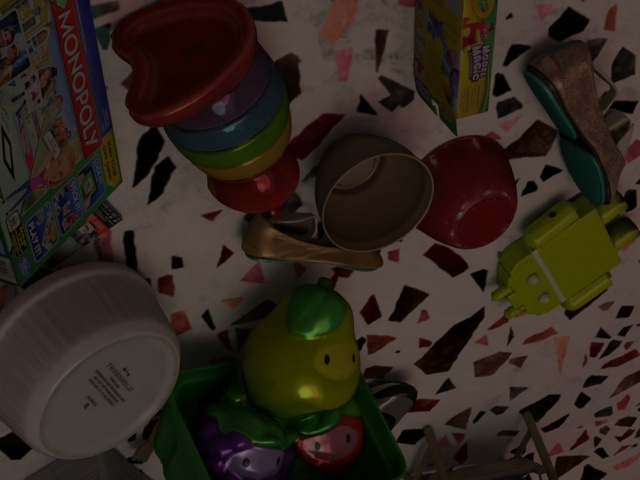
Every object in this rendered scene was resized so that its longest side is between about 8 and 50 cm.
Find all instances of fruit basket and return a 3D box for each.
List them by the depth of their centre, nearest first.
[{"bbox_3d":[-0.036,0.251,1.410,0.392,0.283,0.392,-23,155,-11],"label":"fruit basket"}]

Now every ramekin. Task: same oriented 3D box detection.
[{"bbox_3d":[-0.311,0.171,1.261,0.273,0.127,0.273,-30,143,-26],"label":"ramekin"}]

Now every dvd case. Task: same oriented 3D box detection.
[{"bbox_3d":[-0.330,-0.021,1.224,0.119,0.013,0.087,-35,134,4],"label":"dvd case"}]

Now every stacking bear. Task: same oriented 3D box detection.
[{"bbox_3d":[-0.109,-0.138,1.144,0.164,0.175,0.289,-22,144,3],"label":"stacking bear"}]

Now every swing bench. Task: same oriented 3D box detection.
[{"bbox_3d":[0.336,0.485,1.806,0.253,0.255,0.165,-2,128,-24],"label":"swing bench"}]

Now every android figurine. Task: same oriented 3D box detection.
[{"bbox_3d":[0.411,0.032,1.602,0.273,0.056,0.248,-36,134,3],"label":"android figurine"}]

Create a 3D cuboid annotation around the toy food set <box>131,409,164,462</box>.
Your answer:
[{"bbox_3d":[-0.206,0.331,1.572,0.192,0.038,0.132,23,108,-32],"label":"toy food set"}]

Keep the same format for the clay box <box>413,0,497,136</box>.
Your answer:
[{"bbox_3d":[0.167,-0.255,1.188,0.053,0.127,0.222,-17,134,-14],"label":"clay box"}]

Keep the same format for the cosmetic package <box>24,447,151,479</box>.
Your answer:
[{"bbox_3d":[-0.312,0.520,1.430,0.156,0.385,0.217,-31,135,2],"label":"cosmetic package"}]

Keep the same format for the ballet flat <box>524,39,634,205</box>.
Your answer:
[{"bbox_3d":[0.403,-0.172,1.394,0.106,0.107,0.316,-40,135,0],"label":"ballet flat"}]

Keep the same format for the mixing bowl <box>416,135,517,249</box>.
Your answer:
[{"bbox_3d":[0.223,-0.054,1.406,0.181,0.098,0.181,-13,132,-15],"label":"mixing bowl"}]

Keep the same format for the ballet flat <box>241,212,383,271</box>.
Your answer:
[{"bbox_3d":[0.000,0.000,1.362,0.232,0.080,0.073,5,110,-31],"label":"ballet flat"}]

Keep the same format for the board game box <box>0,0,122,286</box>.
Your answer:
[{"bbox_3d":[-0.311,-0.136,1.020,0.046,0.213,0.317,16,134,19],"label":"board game box"}]

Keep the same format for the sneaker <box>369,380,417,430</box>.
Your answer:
[{"bbox_3d":[0.073,0.355,1.674,0.271,0.108,0.100,-44,131,12],"label":"sneaker"}]

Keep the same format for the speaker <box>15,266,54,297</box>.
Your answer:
[{"bbox_3d":[-0.385,0.102,1.273,0.055,0.055,0.136,-2,129,-24],"label":"speaker"}]

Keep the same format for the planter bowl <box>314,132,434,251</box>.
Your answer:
[{"bbox_3d":[0.059,-0.081,1.296,0.162,0.109,0.162,-14,133,-15],"label":"planter bowl"}]
